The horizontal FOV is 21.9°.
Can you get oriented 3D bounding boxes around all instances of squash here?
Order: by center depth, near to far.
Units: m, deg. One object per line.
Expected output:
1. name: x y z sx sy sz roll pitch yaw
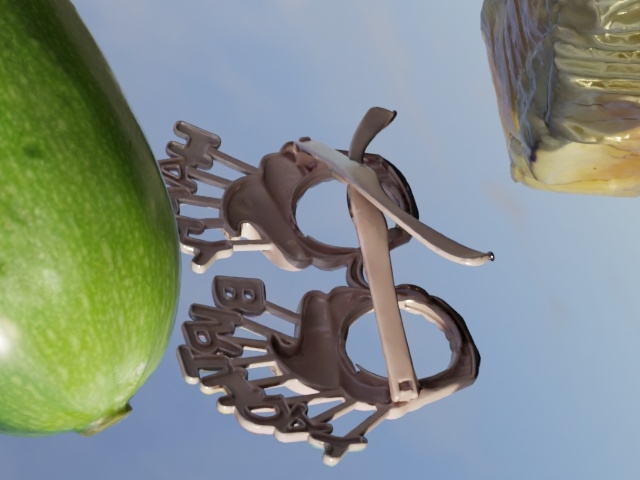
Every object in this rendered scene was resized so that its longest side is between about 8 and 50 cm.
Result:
1. squash: -0.156 -0.112 0.405 0.378 0.101 0.101 52 -166 5

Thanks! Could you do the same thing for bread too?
1. bread: 0.244 -0.166 1.350 0.388 0.183 0.236 97 162 -78

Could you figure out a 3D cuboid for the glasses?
1. glasses: -0.007 0.006 0.878 0.095 0.162 0.255 93 162 -44
